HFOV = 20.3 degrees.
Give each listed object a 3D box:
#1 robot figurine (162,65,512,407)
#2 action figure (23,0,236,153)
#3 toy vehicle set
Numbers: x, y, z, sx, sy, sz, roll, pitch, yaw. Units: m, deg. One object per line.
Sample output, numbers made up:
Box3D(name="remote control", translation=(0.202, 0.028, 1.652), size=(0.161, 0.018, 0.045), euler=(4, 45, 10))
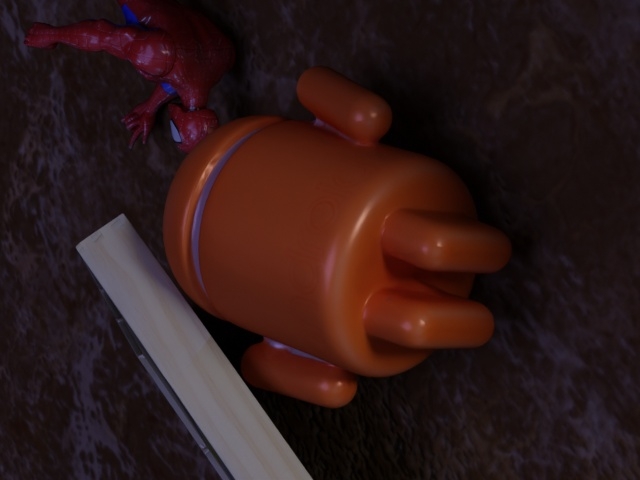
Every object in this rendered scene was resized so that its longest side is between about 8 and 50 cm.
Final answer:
Box3D(name="robot figurine", translation=(0.001, -0.002, 1.000), size=(0.219, 0.128, 0.158), euler=(18, 139, 41))
Box3D(name="action figure", translation=(-0.142, -0.167, 1.137), size=(0.139, 0.091, 0.280), euler=(-33, 73, 37))
Box3D(name="toy vehicle set", translation=(-0.047, 0.124, 1.066), size=(0.267, 0.035, 0.166), euler=(52, 170, 24))
